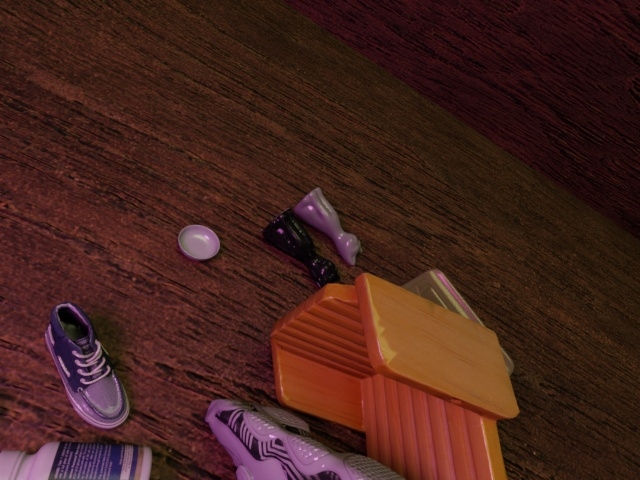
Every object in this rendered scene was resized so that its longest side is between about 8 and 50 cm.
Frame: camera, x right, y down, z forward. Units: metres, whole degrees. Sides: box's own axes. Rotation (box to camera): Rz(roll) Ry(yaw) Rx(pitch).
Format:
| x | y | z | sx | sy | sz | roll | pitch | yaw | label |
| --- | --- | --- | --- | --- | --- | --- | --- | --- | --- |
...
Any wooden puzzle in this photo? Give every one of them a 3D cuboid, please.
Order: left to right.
| x | y | z | sx | sy | sz | roll | pitch | yaw | label |
| --- | --- | --- | --- | --- | --- | --- | --- | --- | --- |
| 0.263 | 0.251 | 0.953 | 0.348 | 0.080 | 0.322 | -20 | 69 | -45 | wooden puzzle |

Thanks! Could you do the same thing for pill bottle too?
| x | y | z | sx | sy | sz | roll | pitch | yaw | label |
| --- | --- | --- | --- | --- | --- | --- | --- | --- | --- |
| -0.309 | 0.303 | 0.516 | 0.170 | 0.094 | 0.094 | 16 | 48 | -23 | pill bottle |

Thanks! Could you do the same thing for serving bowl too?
| x | y | z | sx | sy | sz | roll | pitch | yaw | label |
| --- | --- | --- | --- | --- | --- | --- | --- | --- | --- |
| -0.250 | 0.009 | 0.846 | 0.084 | 0.027 | 0.083 | 18 | 47 | -21 | serving bowl |

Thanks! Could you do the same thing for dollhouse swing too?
| x | y | z | sx | sy | sz | roll | pitch | yaw | label |
| --- | --- | --- | --- | --- | --- | --- | --- | --- | --- |
| 0.068 | 0.288 | 0.614 | 0.315 | 0.347 | 0.304 | 25 | 56 | -16 | dollhouse swing |

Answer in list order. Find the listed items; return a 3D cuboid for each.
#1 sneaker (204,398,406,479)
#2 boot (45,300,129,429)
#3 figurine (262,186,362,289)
| x | y | z | sx | sy | sz | roll | pitch | yaw | label |
| --- | --- | --- | --- | --- | --- | --- | --- | --- | --- |
| -0.056 | 0.357 | 0.546 | 0.137 | 0.366 | 0.210 | 36 | 69 | -48 | sneaker |
| -0.339 | 0.182 | 0.601 | 0.190 | 0.086 | 0.069 | 49 | 44 | 10 | boot |
| 0.000 | 0.000 | 0.994 | 0.209 | 0.092 | 0.215 | 49 | 43 | -2 | figurine |
